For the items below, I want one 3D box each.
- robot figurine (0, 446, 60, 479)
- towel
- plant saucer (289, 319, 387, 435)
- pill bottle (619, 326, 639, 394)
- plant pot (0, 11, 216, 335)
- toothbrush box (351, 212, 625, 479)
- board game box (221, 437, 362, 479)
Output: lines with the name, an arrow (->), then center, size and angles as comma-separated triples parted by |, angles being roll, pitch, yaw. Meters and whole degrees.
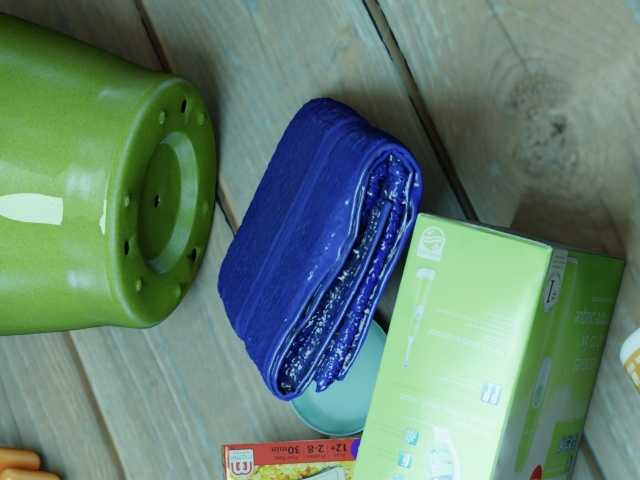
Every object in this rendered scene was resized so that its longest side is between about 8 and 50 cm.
robot figurine -> -0.341, 0.314, 1.718 | 0.158, 0.128, 0.219 | 28, 100, 4
towel -> 0.000, 0.000, 1.491 | 0.076, 0.308, 0.227 | 25, 97, -16
plant saucer -> 0.021, 0.121, 1.591 | 0.119, 0.021, 0.119 | -3, 85, 30
pill bottle -> 0.337, 0.150, 1.352 | 0.121, 0.121, 0.216 | -36, 69, 22
plant pot -> -0.300, -0.056, 1.629 | 0.353, 0.366, 0.366 | 9, 90, 18
toothbrush box -> 0.136, 0.132, 1.417 | 0.122, 0.206, 0.283 | 17, 93, 26
board game box -> -0.011, 0.275, 1.540 | 0.147, 0.045, 0.193 | -3, 84, -8
